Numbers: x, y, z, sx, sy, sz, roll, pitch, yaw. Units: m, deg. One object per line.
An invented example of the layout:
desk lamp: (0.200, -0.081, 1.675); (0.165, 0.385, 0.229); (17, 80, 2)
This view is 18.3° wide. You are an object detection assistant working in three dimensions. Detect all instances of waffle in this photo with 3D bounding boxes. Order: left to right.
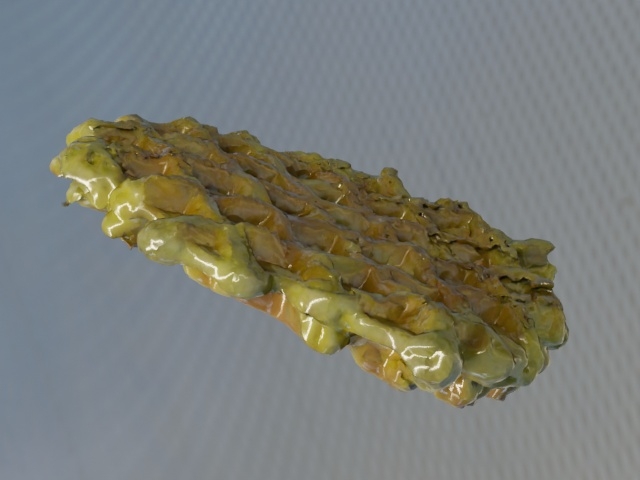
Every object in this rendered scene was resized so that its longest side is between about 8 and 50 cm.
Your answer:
waffle: (0.000, 0.000, 0.914); (0.238, 0.243, 0.058); (30, 105, 16)
